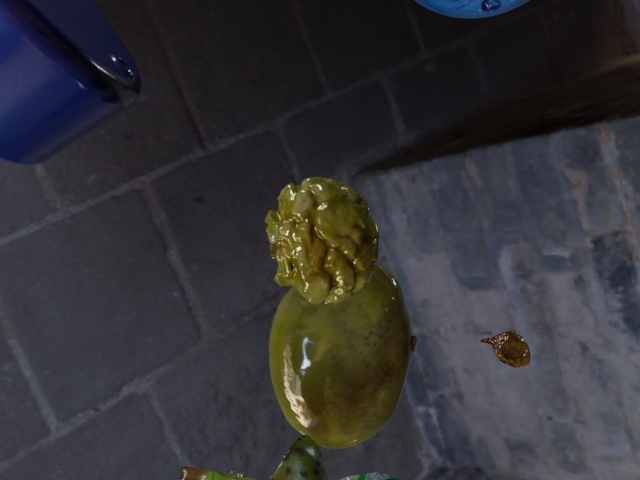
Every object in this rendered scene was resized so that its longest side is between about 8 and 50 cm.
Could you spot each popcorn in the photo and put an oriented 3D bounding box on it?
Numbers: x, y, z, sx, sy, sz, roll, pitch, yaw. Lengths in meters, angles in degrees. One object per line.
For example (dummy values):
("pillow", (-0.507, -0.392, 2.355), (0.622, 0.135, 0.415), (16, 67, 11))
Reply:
("popcorn", (0.000, 0.000, 0.803), (0.121, 0.106, 0.116), (44, 87, -6))

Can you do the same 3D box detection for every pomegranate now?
("pomegranate", (-0.067, 0.286, 0.905), (0.169, 0.143, 0.122), (-13, 80, -12))

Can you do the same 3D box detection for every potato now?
("potato", (0.027, 0.142, 1.089), (0.197, 0.148, 0.228), (-19, 109, -4))

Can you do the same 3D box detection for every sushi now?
("sushi", (0.301, 0.170, 1.329), (0.099, 0.047, 0.050), (36, 98, -28))

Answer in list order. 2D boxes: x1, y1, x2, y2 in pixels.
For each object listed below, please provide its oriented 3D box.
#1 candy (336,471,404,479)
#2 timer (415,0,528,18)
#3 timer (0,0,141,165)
("candy", (0.080, 0.268, 0.793), (0.141, 0.203, 0.078), (48, 62, -27))
("timer", (0.159, -0.391, 0.790), (0.340, 0.309, 0.115), (49, 28, -26))
("timer", (-0.392, -0.120, 0.788), (0.383, 0.270, 0.270), (-40, 114, 7))
